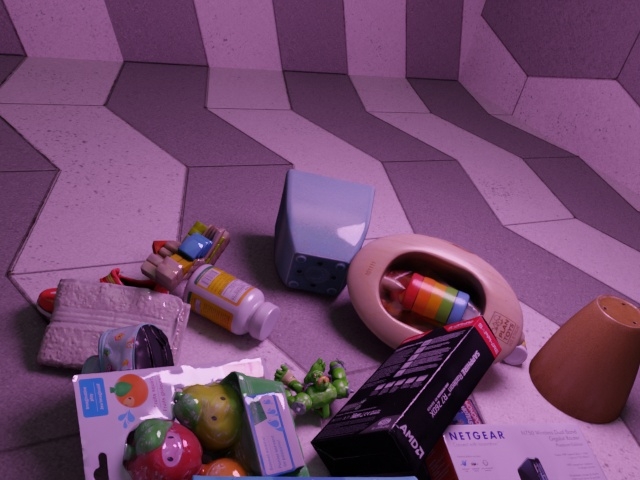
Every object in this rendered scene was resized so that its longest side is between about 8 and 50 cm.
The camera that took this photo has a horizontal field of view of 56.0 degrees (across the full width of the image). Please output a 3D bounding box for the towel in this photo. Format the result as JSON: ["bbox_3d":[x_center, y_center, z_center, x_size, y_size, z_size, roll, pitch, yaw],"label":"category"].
[{"bbox_3d":[-0.422,0.186,1.247,0.282,0.049,0.187,9,64,-7],"label":"towel"}]

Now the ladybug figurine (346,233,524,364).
[{"bbox_3d":[0.278,0.159,1.485,0.449,0.162,0.305,27,73,12],"label":"ladybug figurine"}]

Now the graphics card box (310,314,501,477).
[{"bbox_3d":[0.175,0.300,1.178,0.371,0.232,0.094,-34,94,-44],"label":"graphics card box"}]

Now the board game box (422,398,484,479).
[{"bbox_3d":[0.297,0.420,1.240,0.194,0.060,0.194,6,33,-16],"label":"board game box"}]

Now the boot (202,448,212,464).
[{"bbox_3d":[-0.255,0.392,1.084,0.118,0.042,0.087,21,26,9],"label":"boot"}]

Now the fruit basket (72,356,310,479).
[{"bbox_3d":[-0.192,0.346,0.960,0.353,0.165,0.327,8,53,-43],"label":"fruit basket"}]

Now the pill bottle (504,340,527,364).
[{"bbox_3d":[0.497,0.262,1.562,0.065,0.065,0.116,15,31,0],"label":"pill bottle"}]

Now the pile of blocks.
[{"bbox_3d":[-0.321,0.012,1.428,0.112,0.149,0.362,32,10,2],"label":"pile of blocks"}]

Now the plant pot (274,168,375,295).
[{"bbox_3d":[0.000,0.000,1.616,0.247,0.247,0.252,11,46,-6],"label":"plant pot"}]

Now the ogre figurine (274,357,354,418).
[{"bbox_3d":[-0.015,0.309,1.263,0.197,0.097,0.118,10,11,-36],"label":"ogre figurine"}]

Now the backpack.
[{"bbox_3d":[-0.345,0.249,1.101,0.144,0.166,0.188,-5,71,14],"label":"backpack"}]

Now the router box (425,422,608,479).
[{"bbox_3d":[0.382,0.483,1.077,0.335,0.082,0.301,5,43,-22],"label":"router box"}]

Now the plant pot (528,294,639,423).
[{"bbox_3d":[0.666,0.265,1.448,0.237,0.254,0.237,10,33,-7],"label":"plant pot"}]

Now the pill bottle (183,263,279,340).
[{"bbox_3d":[-0.205,0.148,1.405,0.208,0.118,0.117,25,33,16],"label":"pill bottle"}]

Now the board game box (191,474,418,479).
[{"bbox_3d":[-0.023,0.470,0.846,0.336,0.254,0.079,5,3,-13],"label":"board game box"}]

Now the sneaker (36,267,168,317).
[{"bbox_3d":[-0.482,0.114,1.345,0.279,0.118,0.107,1,33,-22],"label":"sneaker"}]
